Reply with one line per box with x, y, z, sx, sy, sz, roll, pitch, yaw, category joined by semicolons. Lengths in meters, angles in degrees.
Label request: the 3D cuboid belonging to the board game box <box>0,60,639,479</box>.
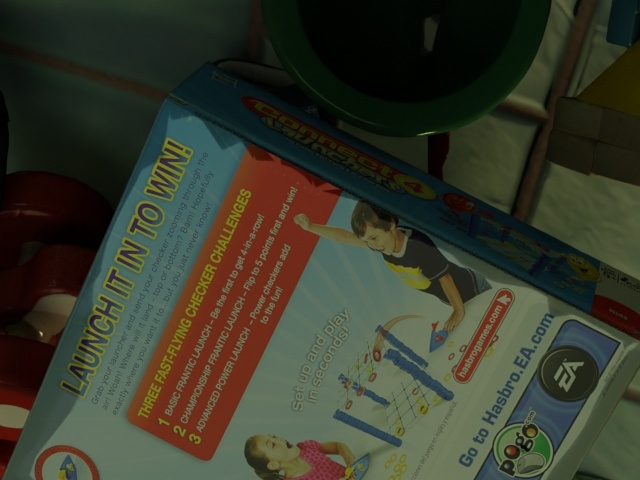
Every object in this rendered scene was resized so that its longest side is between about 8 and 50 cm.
-0.004;0.098;1.049;0.302;0.086;0.308;28;113;3;board game box

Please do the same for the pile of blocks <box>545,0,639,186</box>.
0.272;-0.145;0.979;0.113;0.149;0.362;-1;157;-37;pile of blocks

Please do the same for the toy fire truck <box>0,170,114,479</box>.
-0.163;0.098;1.284;0.254;0.169;0.302;19;146;-21;toy fire truck

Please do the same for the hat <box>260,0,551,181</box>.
0.042;-0.138;1.103;0.173;0.183;0.208;13;89;-4;hat

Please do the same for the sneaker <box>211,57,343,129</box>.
0.000;0.000;1.129;0.282;0.099;0.153;44;132;23;sneaker

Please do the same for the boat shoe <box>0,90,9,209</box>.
-0.290;-0.151;1.140;0.127;0.158;0.340;2;93;32;boat shoe

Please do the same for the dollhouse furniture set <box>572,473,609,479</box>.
0.168;0.241;1.346;0.076;0.058;0.151;17;132;6;dollhouse furniture set
